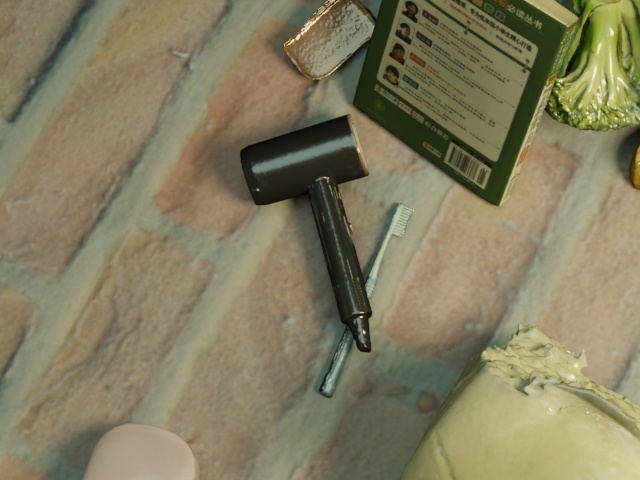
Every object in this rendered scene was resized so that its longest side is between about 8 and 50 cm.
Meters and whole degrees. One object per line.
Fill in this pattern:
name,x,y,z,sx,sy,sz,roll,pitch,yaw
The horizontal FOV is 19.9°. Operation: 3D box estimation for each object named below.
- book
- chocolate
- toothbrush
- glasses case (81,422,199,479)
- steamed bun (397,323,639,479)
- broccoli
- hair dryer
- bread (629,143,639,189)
book,0.139,-0.177,1.834,0.202,0.264,0.027,38,52,19
chocolate,0.011,-0.218,1.979,0.064,0.031,0.100,44,87,1
toothbrush,0.048,0.061,1.890,0.019,0.016,0.219,22,76,7
glasses case,-0.204,0.327,1.811,0.113,0.075,0.296,13,75,12
steamed bun,0.217,0.219,1.681,0.290,0.272,0.273,37,82,22
broccoli,0.290,-0.254,1.767,0.221,0.361,0.252,-8,69,22
hair dryer,0.000,0.000,1.886,0.128,0.070,0.255,-14,69,5
bread,0.407,-0.100,1.864,0.187,0.065,0.103,-32,65,-4
